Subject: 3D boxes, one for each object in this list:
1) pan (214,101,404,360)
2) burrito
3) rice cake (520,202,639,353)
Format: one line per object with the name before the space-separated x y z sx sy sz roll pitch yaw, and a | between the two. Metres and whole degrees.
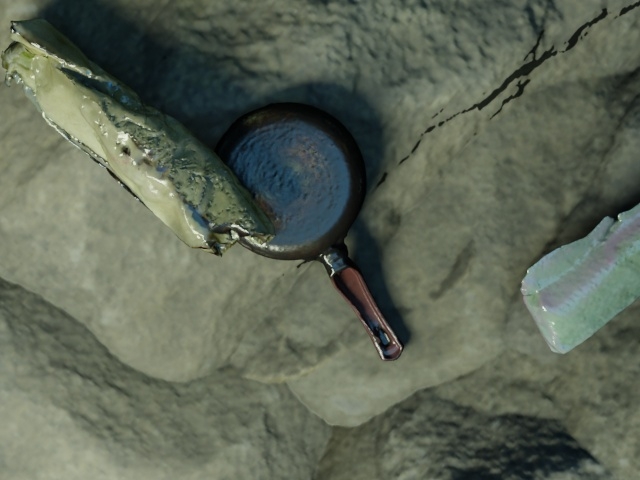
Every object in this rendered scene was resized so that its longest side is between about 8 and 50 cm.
pan | 0.000 0.001 1.042 0.115 0.040 0.212 -30 99 6
burrito | -0.127 -0.066 1.001 0.229 0.058 0.063 39 94 -1
rice cake | 0.264 -0.032 1.052 0.290 0.051 0.081 -40 108 1
